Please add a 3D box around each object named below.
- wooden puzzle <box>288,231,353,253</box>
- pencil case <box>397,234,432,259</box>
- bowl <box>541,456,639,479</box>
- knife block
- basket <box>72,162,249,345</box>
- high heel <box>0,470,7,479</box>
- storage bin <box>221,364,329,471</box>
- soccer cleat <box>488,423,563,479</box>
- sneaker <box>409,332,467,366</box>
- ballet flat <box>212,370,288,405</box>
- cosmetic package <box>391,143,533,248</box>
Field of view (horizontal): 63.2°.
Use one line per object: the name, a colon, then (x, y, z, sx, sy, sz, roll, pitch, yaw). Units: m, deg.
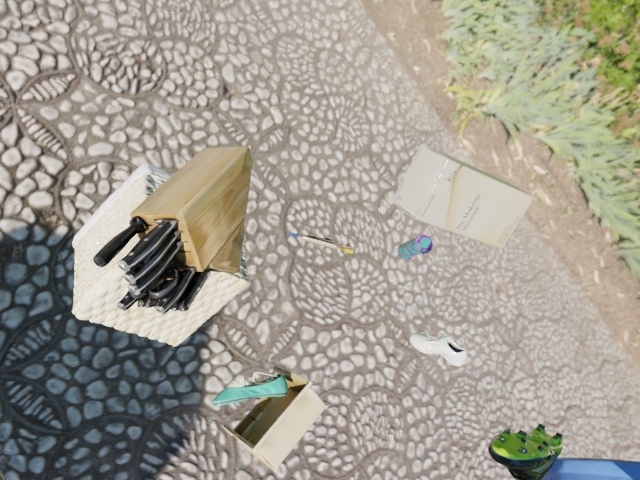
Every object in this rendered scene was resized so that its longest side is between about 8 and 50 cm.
wooden puzzle: (0.000, 0.000, 0.954, 0.117, 0.078, 0.014, 15, 93, -7)
pencil case: (0.328, 0.027, 1.807, 0.070, 0.152, 0.064, 34, 71, -9)
bowl: (0.563, 0.453, 0.931, 0.391, 0.391, 0.077, 25, 60, -31)
knife block: (-0.199, -0.034, 0.729, 0.242, 0.088, 0.275, 29, 65, -68)
basket: (-0.395, 0.047, 1.311, 0.328, 0.331, 0.266, 30, 29, -41)
high heel: (-0.625, 0.432, 0.839, 0.261, 0.093, 0.186, -83, 151, -74)
storage bin: (-0.152, 0.562, 1.684, 0.262, 0.260, 0.123, -47, 115, -24)
soccer cleat: (0.261, 0.279, 0.661, 0.179, 0.060, 0.072, 17, 93, -47)
sneaker: (0.430, 0.372, 1.887, 0.212, 0.094, 0.080, 20, 49, 19)
ballet flat: (-0.220, 0.454, 1.620, 0.248, 0.083, 0.087, -1, 79, -28)
cosmetic package: (0.347, -0.101, 1.261, 0.310, 0.113, 0.160, 14, 111, -32)
